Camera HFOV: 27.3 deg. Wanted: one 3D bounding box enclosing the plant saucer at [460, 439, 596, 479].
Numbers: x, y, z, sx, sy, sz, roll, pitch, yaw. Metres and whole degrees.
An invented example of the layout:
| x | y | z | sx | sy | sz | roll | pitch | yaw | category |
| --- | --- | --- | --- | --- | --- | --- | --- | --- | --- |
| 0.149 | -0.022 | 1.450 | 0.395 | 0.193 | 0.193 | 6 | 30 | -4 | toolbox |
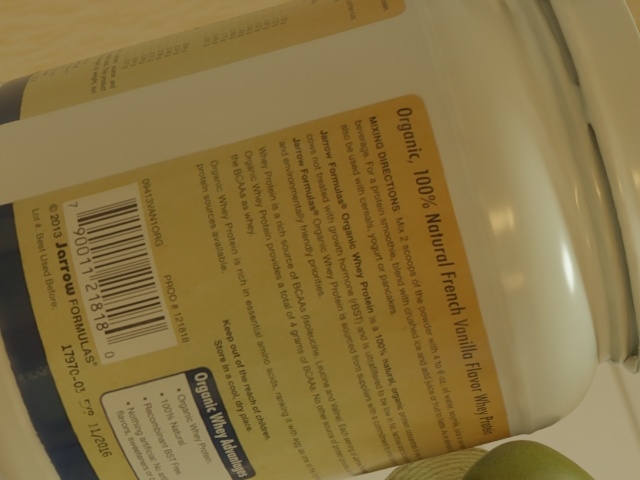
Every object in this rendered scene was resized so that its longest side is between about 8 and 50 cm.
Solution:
| x | y | z | sx | sy | sz | roll | pitch | yaw | category |
| --- | --- | --- | --- | --- | --- | --- | --- | --- | --- |
| 0.130 | 0.227 | 0.705 | 0.037 | 0.241 | 0.241 | -10 | -82 | 37 | plant saucer |

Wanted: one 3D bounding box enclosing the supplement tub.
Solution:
| x | y | z | sx | sy | sz | roll | pitch | yaw | category |
| --- | --- | --- | --- | --- | --- | --- | --- | --- | --- |
| 0.000 | 0.000 | 0.635 | 0.228 | 0.316 | 0.228 | -14 | 90 | -85 | supplement tub |

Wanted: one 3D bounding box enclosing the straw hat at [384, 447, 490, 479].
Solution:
| x | y | z | sx | sy | sz | roll | pitch | yaw | category |
| --- | --- | --- | --- | --- | --- | --- | --- | --- | --- |
| 0.103 | 0.169 | 0.795 | 0.061 | 0.144 | 0.144 | -62 | -140 | 46 | straw hat |
